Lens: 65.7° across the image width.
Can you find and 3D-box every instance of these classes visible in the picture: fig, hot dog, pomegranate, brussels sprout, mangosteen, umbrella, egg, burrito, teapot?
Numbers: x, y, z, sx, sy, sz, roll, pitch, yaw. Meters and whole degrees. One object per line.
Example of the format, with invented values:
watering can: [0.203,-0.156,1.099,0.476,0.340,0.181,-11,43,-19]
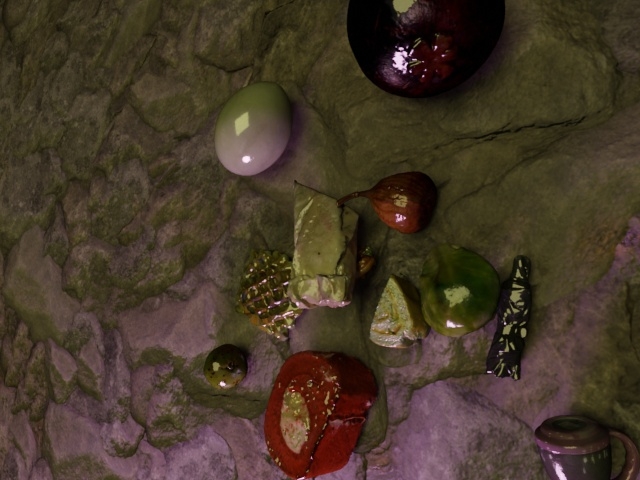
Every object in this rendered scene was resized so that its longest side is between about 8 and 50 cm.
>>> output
fig: [0.143,-0.089,1.066,0.201,0.146,0.134,12,74,32]
hot dog: [0.057,0.082,1.147,0.188,0.055,0.072,-42,42,16]
pomegranate: [-0.251,0.327,1.285,0.142,0.114,0.115,-26,67,57]
brussels sprout: [0.267,0.094,0.957,0.143,0.161,0.181,0,67,-12]
mangosteen: [0.207,-0.462,1.010,0.307,0.307,0.347,-21,45,28]
umbrella: [0.365,0.144,0.948,0.066,0.059,0.236,8,89,15]
egg: [-0.169,-0.284,1.262,0.186,0.186,0.253,40,106,29]
burrito: [0.012,-0.003,1.126,0.175,0.107,0.348,-12,59,22]
teapot: [0.450,0.380,0.849,0.116,0.148,0.146,167,93,-66]

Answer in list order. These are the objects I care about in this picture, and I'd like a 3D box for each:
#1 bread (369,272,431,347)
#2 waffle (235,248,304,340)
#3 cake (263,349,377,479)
bread: [0.177,0.156,1.035,0.110,0.103,0.156,24,104,38]
waffle: [-0.127,0.129,1.257,0.223,0.054,0.204,24,96,33]
cake: [-0.008,0.373,1.099,0.177,0.151,0.283,25,97,44]
